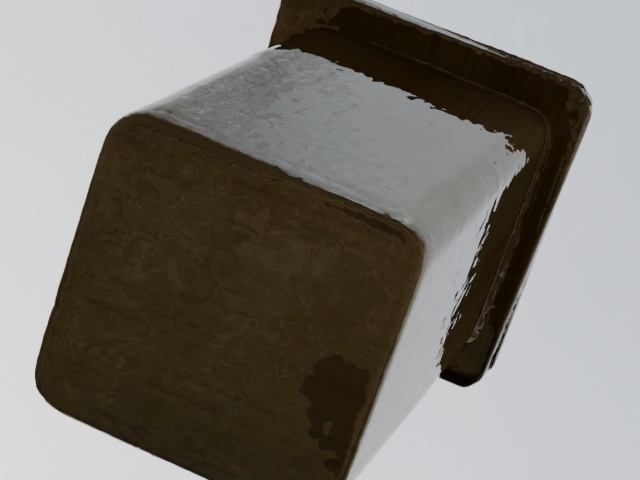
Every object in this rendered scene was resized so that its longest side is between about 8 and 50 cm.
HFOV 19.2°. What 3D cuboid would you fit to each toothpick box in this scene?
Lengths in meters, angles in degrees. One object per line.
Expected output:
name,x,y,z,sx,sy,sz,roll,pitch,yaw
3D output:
toothpick box,0.000,0.000,0.939,0.187,0.308,0.190,24,-70,10
